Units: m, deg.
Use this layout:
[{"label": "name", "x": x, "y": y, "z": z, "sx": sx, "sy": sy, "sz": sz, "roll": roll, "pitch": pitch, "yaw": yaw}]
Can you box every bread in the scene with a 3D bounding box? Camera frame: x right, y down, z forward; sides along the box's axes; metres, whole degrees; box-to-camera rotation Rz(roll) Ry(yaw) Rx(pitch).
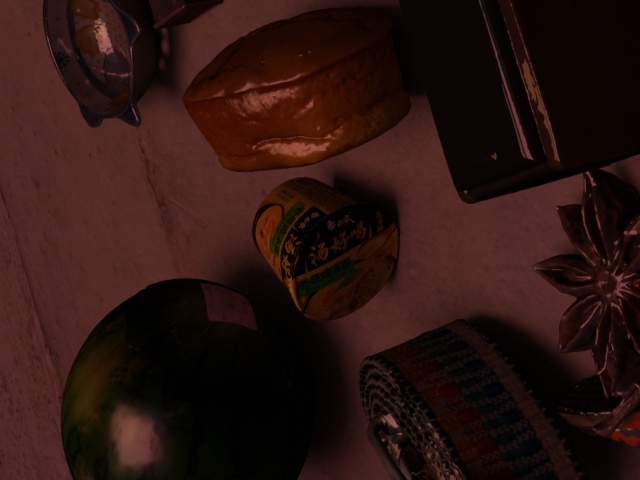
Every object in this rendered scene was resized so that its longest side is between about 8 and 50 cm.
[{"label": "bread", "x": -0.027, "y": -0.166, "z": 1.481, "sx": 0.270, "sy": 0.195, "sz": 0.142, "roll": -2, "pitch": 116, "yaw": 48}]

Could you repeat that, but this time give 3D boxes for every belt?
[{"label": "belt", "x": 0.147, "y": 0.230, "z": 1.469, "sx": 0.206, "sy": 0.161, "sz": 0.295, "roll": 89, "pitch": 155, "yaw": -46}]

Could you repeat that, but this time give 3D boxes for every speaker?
[{"label": "speaker", "x": 0.190, "y": -0.169, "z": 1.170, "sx": 0.153, "sy": 0.193, "sz": 0.230, "roll": -21, "pitch": 86, "yaw": 63}]

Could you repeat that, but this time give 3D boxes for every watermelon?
[{"label": "watermelon", "x": -0.173, "y": 0.230, "z": 1.797, "sx": 0.363, "sy": 0.363, "sz": 0.363, "roll": 30, "pitch": 133, "yaw": 39}]

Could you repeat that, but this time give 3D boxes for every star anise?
[{"label": "star anise", "x": 0.288, "y": 0.054, "z": 1.302, "sx": 0.230, "sy": 0.081, "sz": 0.262, "roll": 5, "pitch": 104, "yaw": 51}]

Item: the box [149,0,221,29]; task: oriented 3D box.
[{"label": "box", "x": -0.173, "y": -0.305, "z": 1.702, "sx": 0.085, "sy": 0.060, "sz": 0.063, "roll": -18, "pitch": 88, "yaw": 56}]

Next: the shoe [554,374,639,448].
[{"label": "shoe", "x": 0.314, "y": 0.181, "z": 1.361, "sx": 0.194, "sy": 0.074, "sz": 0.077, "roll": -7, "pitch": 113, "yaw": 52}]

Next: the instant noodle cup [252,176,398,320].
[{"label": "instant noodle cup", "x": 0.000, "y": 0.000, "z": 1.603, "sx": 0.122, "sy": 0.151, "sz": 0.151, "roll": 44, "pitch": 142, "yaw": 46}]

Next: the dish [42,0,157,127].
[{"label": "dish", "x": -0.268, "y": -0.262, "z": 1.826, "sx": 0.228, "sy": 0.086, "sz": 0.236, "roll": 52, "pitch": 143, "yaw": 16}]
